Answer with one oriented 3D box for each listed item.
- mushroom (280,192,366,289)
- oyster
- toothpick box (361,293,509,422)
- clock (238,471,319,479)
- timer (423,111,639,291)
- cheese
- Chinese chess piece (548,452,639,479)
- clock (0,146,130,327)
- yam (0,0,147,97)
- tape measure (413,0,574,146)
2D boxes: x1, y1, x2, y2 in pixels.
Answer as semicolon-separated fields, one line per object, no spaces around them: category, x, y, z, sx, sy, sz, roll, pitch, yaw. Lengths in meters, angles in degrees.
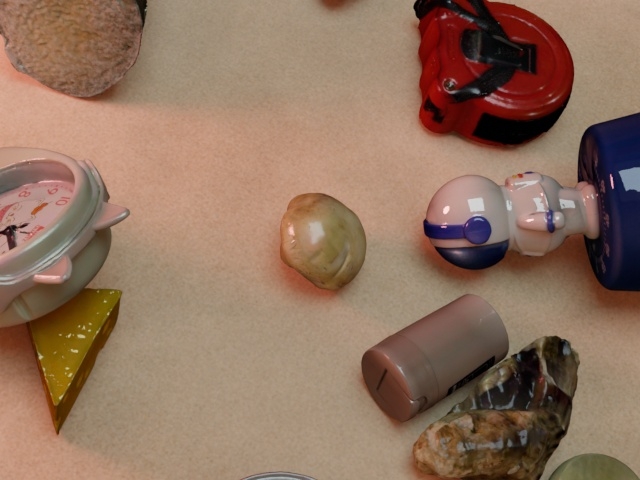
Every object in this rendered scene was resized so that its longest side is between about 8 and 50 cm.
mushroom;0.000;0.000;1.892;0.148;0.112;0.148;25;55;-41
oyster;0.260;0.227;1.816;0.166;0.094;0.294;38;64;2
toothpick box;0.155;0.158;1.833;0.180;0.111;0.111;-28;68;-28
clock;-0.046;0.401;1.663;0.244;0.056;0.244;7;57;-11
timer;0.339;-0.039;1.949;0.383;0.270;0.270;-7;59;1
cheese;-0.326;0.154;1.727;0.126;0.093;0.171;6;57;-10
Chinese chess piece;0.366;0.354;1.793;0.144;0.058;0.144;6;59;-10
clock;-0.389;0.002;1.707;0.324;0.109;0.265;8;45;37
yam;-0.345;-0.420;2.007;0.240;0.241;0.348;11;54;-6
tape measure;0.271;-0.273;2.129;0.260;0.114;0.253;9;57;-8
